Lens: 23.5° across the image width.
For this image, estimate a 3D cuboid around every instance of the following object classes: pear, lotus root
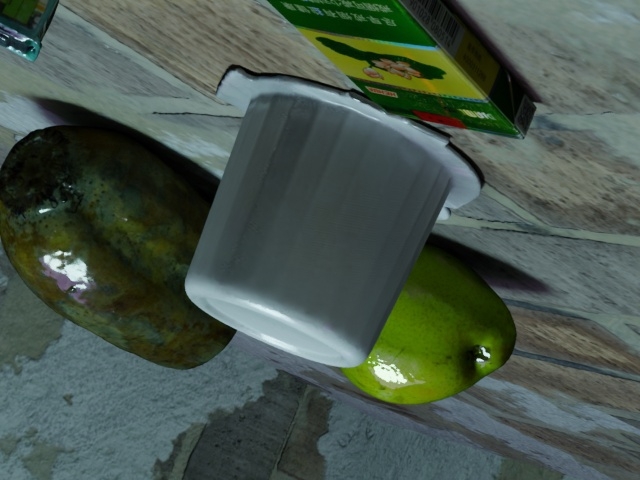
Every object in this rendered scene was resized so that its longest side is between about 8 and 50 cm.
[{"bbox_3d":[0.109,0.096,1.728,0.220,0.187,0.187,25,171,26],"label":"pear"},{"bbox_3d":[-0.245,-0.002,1.894,0.250,0.250,0.346,12,160,45],"label":"lotus root"}]

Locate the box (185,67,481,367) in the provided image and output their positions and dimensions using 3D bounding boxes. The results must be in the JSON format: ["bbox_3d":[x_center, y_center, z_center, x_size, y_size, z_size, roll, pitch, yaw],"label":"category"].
[{"bbox_3d":[0.000,0.000,1.433,0.262,0.206,0.291,16,165,33],"label":"box"}]

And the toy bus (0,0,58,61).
[{"bbox_3d":[-0.326,-0.237,1.214,0.262,0.109,0.091,27,170,-11],"label":"toy bus"}]

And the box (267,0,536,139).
[{"bbox_3d":[0.049,-0.143,1.094,0.132,0.034,0.235,14,166,36],"label":"box"}]
